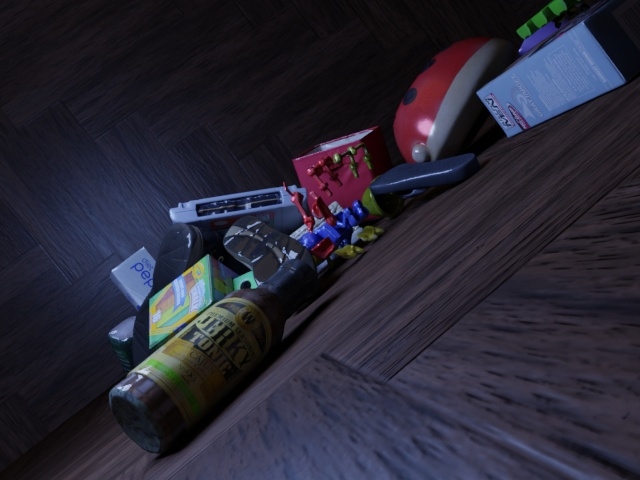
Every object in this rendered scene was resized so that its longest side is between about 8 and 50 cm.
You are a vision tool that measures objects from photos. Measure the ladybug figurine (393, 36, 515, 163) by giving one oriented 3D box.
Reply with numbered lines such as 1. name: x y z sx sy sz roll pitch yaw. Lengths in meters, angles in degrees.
1. ladybug figurine: 0.292 -0.311 1.562 0.449 0.162 0.305 -49 -15 -44

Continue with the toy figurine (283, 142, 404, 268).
1. toy figurine: 0.002 -0.035 1.422 0.217 0.191 0.362 -41 0 35

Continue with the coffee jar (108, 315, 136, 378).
1. coffee jar: -0.417 0.272 1.606 0.079 0.184 0.096 11 34 34

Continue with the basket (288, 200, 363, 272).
1. basket: 0.000 0.000 1.547 0.167 0.103 0.113 -39 3 -8

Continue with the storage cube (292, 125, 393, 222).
1. storage cube: 0.069 -0.150 1.698 0.184 0.193 0.215 -14 14 23

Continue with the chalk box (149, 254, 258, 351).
1. chalk box: -0.206 0.129 1.320 0.213 0.132 0.132 -37 38 19

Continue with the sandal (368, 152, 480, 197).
1. sandal: 0.188 -0.109 1.316 0.097 0.054 0.255 -38 21 -33

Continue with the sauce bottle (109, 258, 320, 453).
1. sauce bottle: -0.129 0.140 0.964 0.344 0.111 0.111 -43 6 -40

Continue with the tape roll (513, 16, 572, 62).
1. tape roll: 0.495 -0.415 1.562 0.189 0.080 0.189 -57 -14 -22

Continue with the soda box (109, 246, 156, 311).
1. soda box: -0.370 0.160 1.647 0.098 0.286 0.091 -40 2 -24

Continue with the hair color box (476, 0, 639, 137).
1. hair color box: 0.428 -0.303 1.156 0.185 0.113 0.374 -38 3 -10

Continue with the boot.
1. boot: -0.247 0.143 1.549 0.284 0.138 0.377 2 -70 -46

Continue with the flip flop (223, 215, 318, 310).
1. flip flop: -0.087 0.043 1.274 0.112 0.080 0.277 -44 41 -10

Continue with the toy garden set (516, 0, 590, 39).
1. toy garden set: 0.420 -0.384 1.019 0.204 0.049 0.244 -40 4 -1

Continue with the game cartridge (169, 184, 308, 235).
1. game cartridge: -0.175 -0.045 1.557 0.295 0.060 0.196 -10 -17 -6
